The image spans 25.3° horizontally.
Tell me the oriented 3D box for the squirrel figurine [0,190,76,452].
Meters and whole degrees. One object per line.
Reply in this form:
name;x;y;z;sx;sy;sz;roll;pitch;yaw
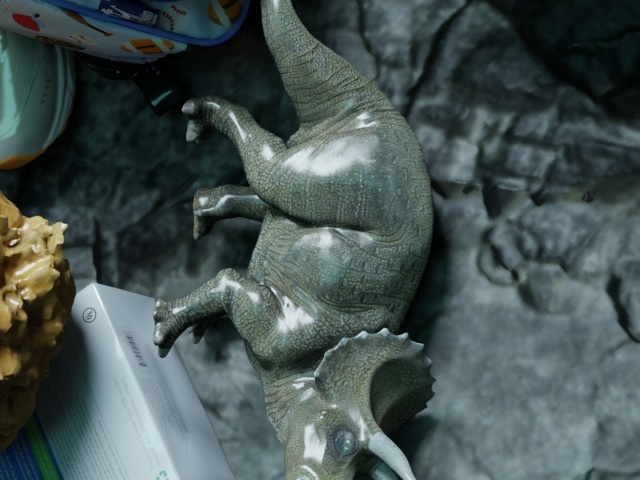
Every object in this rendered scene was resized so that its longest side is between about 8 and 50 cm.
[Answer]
squirrel figurine;-0.343;0.005;0.712;0.397;0.370;0.281;-2;62;33

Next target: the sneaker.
sneaker;-0.235;-0.170;0.895;0.099;0.121;0.262;-21;74;19

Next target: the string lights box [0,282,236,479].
string lights box;-0.195;0.148;0.850;0.260;0.077;0.133;-31;71;15

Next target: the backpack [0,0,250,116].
backpack;-0.155;-0.233;0.784;0.264;0.213;0.276;10;84;-16

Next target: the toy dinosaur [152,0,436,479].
toy dinosaur;0.000;0.000;0.793;0.160;0.121;0.313;6;79;11
